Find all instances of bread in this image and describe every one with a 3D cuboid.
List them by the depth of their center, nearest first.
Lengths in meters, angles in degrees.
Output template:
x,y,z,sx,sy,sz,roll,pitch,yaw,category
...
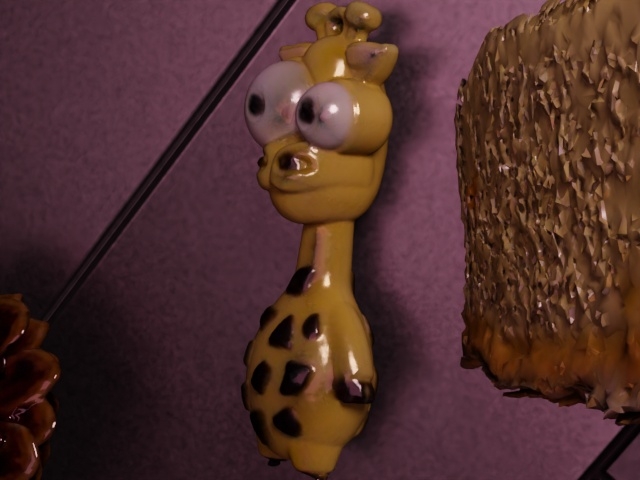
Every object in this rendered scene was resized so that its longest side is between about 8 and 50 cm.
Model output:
x,y,z,sx,sy,sz,roll,pitch,yaw,category
0.232,-0.032,1.020,0.279,0.315,0.248,-8,92,-10,bread

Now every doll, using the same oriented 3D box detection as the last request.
x,y,z,sx,sy,sz,roll,pitch,yaw,category
-0.001,0.000,1.140,0.117,0.086,0.291,10,97,47,doll

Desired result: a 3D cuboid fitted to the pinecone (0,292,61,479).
x,y,z,sx,sy,sz,roll,pitch,yaw,category
-0.306,0.117,1.151,0.246,0.292,0.246,-22,63,53,pinecone
